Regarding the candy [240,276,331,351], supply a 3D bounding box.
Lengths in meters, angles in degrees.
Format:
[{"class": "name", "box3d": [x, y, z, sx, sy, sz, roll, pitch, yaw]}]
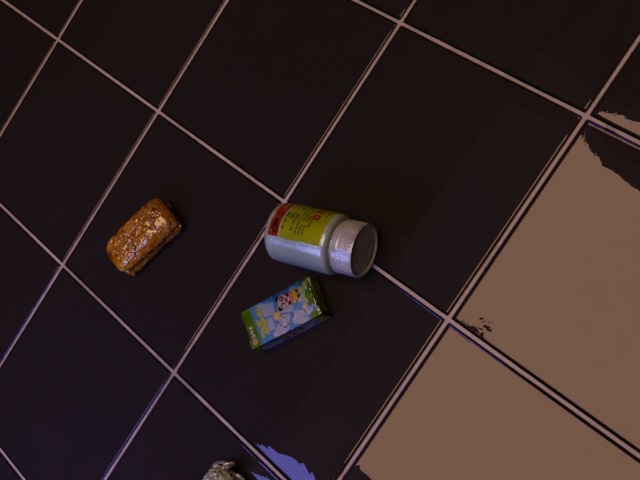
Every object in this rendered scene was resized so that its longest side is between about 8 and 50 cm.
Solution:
[{"class": "candy", "box3d": [-0.079, 0.169, 1.802, 0.195, 0.062, 0.097, -29, 68, 19]}]

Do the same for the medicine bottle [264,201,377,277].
[{"class": "medicine bottle", "box3d": [0.000, 0.000, 1.756, 0.225, 0.139, 0.139, 14, 85, 30]}]

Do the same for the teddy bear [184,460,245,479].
[{"class": "teddy bear", "box3d": [-0.262, 0.584, 1.789, 0.213, 0.111, 0.133, -41, 83, -13]}]

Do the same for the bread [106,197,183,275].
[{"class": "bread", "box3d": [-0.452, -0.010, 2.031, 0.211, 0.083, 0.114, -44, 66, 14]}]
